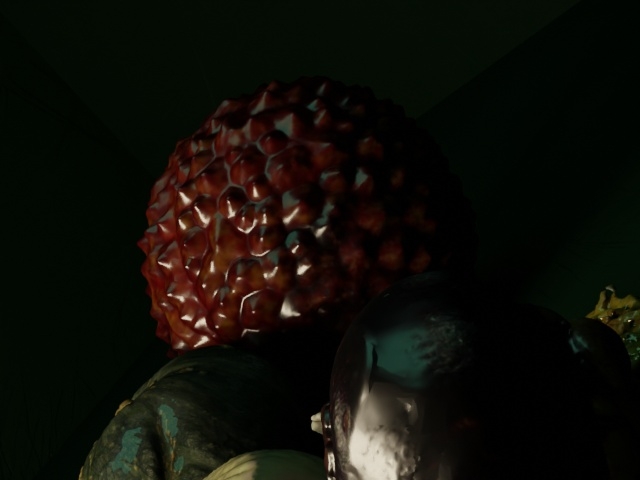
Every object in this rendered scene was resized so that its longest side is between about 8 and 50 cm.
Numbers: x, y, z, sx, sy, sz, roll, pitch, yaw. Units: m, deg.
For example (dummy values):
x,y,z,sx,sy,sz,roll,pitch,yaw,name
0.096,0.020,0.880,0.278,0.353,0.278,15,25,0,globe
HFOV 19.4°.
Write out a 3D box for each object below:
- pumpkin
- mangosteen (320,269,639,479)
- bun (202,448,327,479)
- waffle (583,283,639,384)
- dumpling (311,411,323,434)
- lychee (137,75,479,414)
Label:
x,y,z,sx,sy,sz,roll,pitch,yaw,name
-0.134,0.280,2.034,0.291,0.257,0.328,-54,-1,43,pumpkin
0.141,0.157,1.546,0.287,0.287,0.233,-120,49,-81,mangosteen
-0.088,0.349,1.644,0.361,0.213,0.361,-44,5,5,bun
0.228,0.148,1.752,0.254,0.052,0.245,-43,9,4,waffle
0.055,0.218,1.779,0.124,0.151,0.229,-54,-13,0,dumpling
0.000,0.000,2.313,0.424,0.424,0.500,-34,2,46,lychee
